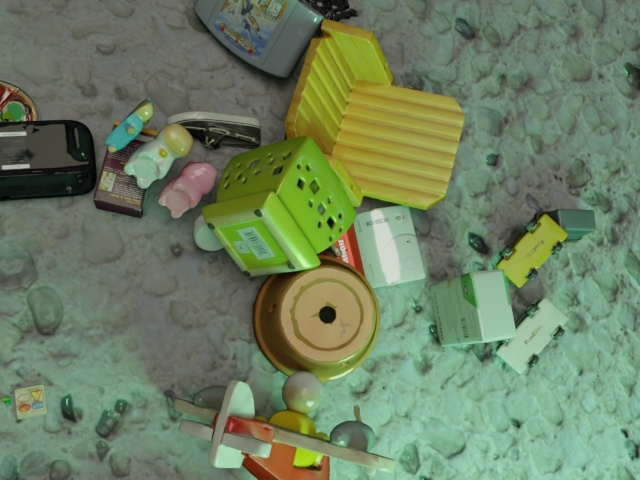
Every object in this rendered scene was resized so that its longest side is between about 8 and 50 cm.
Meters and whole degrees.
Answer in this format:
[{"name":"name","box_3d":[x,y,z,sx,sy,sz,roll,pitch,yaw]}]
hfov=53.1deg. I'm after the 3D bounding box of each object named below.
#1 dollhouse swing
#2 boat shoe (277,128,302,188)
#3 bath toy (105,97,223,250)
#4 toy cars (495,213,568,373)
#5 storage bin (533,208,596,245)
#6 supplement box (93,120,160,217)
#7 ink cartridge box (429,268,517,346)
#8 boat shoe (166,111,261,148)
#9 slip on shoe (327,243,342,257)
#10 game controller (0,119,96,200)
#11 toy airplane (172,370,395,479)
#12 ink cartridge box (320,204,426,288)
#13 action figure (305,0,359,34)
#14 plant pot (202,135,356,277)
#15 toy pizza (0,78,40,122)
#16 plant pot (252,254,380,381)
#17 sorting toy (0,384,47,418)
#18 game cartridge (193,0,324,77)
[{"name":"dollhouse swing","box_3d":[0.140,-0.272,1.462,0.305,0.315,0.346,10,73,24]},{"name":"boat shoe","box_3d":[-0.055,-0.212,1.528,0.081,0.069,0.227,14,76,-11]},{"name":"bath toy","box_3d":[-0.292,-0.134,1.378,0.151,0.129,0.348,-29,115,19]},{"name":"toy cars","box_3d":[0.516,0.131,1.594,0.177,0.087,0.393,3,82,-1]},{"name":"storage bin","box_3d":[0.636,-0.038,1.651,0.135,0.091,0.098,1,79,-13]},{"name":"supplement box","box_3d":[-0.425,-0.155,1.418,0.104,0.081,0.188,13,76,-12]},{"name":"ink cartridge box","box_3d":[0.346,0.160,1.477,0.093,0.212,0.154,-5,79,-18]},{"name":"boat shoe","box_3d":[-0.245,-0.251,1.485,0.219,0.078,0.070,0,78,-15]},{"name":"slip on shoe","box_3d":[0.000,0.000,1.487,0.041,0.051,0.135,-42,60,-1]},{"name":"game controller","box_3d":[-0.650,-0.171,1.369,0.319,0.067,0.166,-5,87,-15]},{"name":"toy airplane","box_3d":[-0.087,0.365,1.248,0.386,0.384,0.272,31,59,-6]},{"name":"ink cartridge box","box_3d":[0.119,0.023,1.532,0.232,0.066,0.189,-9,81,-19]},{"name":"action figure","box_3d":[-0.006,-0.591,1.582,0.164,0.141,0.275,-4,62,-20]},{"name":"plant pot","box_3d":[-0.094,-0.055,1.339,0.228,0.227,0.207,58,42,-28]},{"name":"toy pizza","box_3d":[-0.719,-0.265,1.394,0.201,0.032,0.201,3,78,-13]},{"name":"plant pot","box_3d":[0.001,0.162,1.380,0.291,0.203,0.290,1,80,-7]},{"name":"sorting toy","box_3d":[-0.607,0.333,1.310,0.083,0.012,0.062,-8,81,-16]},{"name":"game cartridge","box_3d":[-0.156,-0.529,1.507,0.297,0.062,0.198,39,115,7]}]
